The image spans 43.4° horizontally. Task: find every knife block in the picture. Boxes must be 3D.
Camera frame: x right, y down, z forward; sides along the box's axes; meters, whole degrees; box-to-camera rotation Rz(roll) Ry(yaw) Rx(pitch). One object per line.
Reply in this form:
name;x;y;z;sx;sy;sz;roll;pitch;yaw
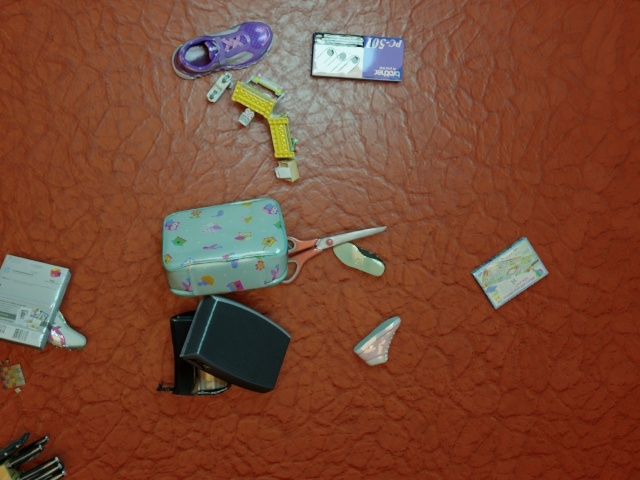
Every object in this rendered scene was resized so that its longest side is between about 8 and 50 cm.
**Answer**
knife block;-0.712;0.567;1.814;0.242;0.088;0.276;18;92;-6

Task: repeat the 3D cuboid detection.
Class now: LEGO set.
LEGO set;-0.113;-0.277;1.816;0.132;0.107;0.287;-35;103;33

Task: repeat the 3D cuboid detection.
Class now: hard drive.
hard drive;-0.176;0.229;1.772;0.254;0.054;0.172;33;67;-38

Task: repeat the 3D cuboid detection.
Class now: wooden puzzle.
wooden puzzle;-0.705;0.310;1.836;0.049;0.006;0.083;-13;95;-4

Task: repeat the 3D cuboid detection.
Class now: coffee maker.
coffee maker;-0.291;0.253;1.810;0.171;0.120;0.178;-4;93;-7

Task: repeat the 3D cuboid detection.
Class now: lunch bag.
lunch bag;-0.203;0.010;1.758;0.279;0.224;0.108;-8;128;-6

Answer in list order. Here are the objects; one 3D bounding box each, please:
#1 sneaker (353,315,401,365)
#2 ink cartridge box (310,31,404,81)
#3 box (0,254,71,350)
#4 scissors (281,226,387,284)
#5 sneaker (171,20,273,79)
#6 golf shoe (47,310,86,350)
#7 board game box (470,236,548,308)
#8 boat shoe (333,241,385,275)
sneaker;0.149;0.241;1.887;0.134;0.051;0.070;-40;98;2
ink cartridge box;0.083;-0.417;1.830;0.207;0.046;0.097;3;96;-6
box;-0.651;0.135;1.766;0.145;0.038;0.186;13;67;-1
scissors;0.000;0.000;1.848;0.297;0.021;0.109;-29;90;6
sneaker;-0.216;-0.423;1.774;0.236;0.104;0.095;-19;95;-4
golf shoe;-0.608;0.184;1.804;0.186;0.067;0.086;27;90;-6
board game box;0.449;0.077;1.912;0.154;0.026;0.103;-34;97;-2
boat shoe;0.090;0.041;1.871;0.133;0.042;0.049;27;101;7
